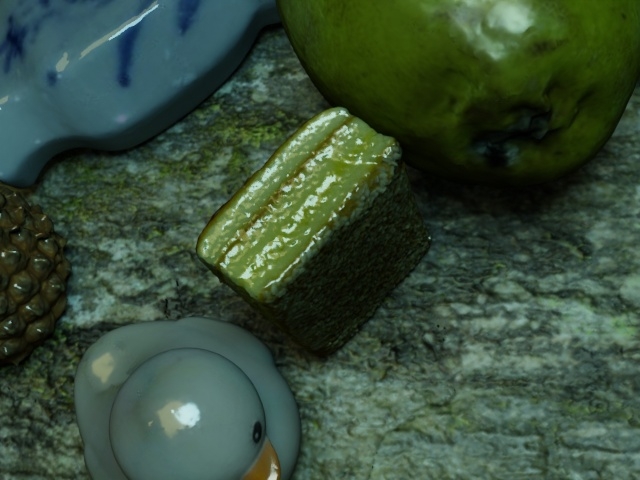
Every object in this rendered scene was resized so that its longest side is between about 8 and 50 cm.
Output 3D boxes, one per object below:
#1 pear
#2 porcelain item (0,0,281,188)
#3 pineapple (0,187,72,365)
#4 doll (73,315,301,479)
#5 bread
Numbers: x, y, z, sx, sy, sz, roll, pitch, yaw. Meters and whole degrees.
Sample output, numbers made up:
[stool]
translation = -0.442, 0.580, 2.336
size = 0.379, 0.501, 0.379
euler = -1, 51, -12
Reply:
[pear]
translation = 0.129, -0.234, 0.779
size = 0.352, 0.352, 0.413
euler = -30, 46, 3
[porcelain item]
translation = -0.237, -0.241, 0.993
size = 0.405, 0.178, 0.242
euler = -32, 61, -2
[pineapple]
translation = -0.423, 0.002, 0.845
size = 0.223, 0.357, 0.223
euler = -7, 66, 17
[doll]
translation = -0.131, 0.162, 0.773
size = 0.251, 0.221, 0.221
euler = 31, 79, 28
[bread]
translation = 0.000, 0.000, 0.788
size = 0.110, 0.234, 0.184
euler = 39, 82, 25
